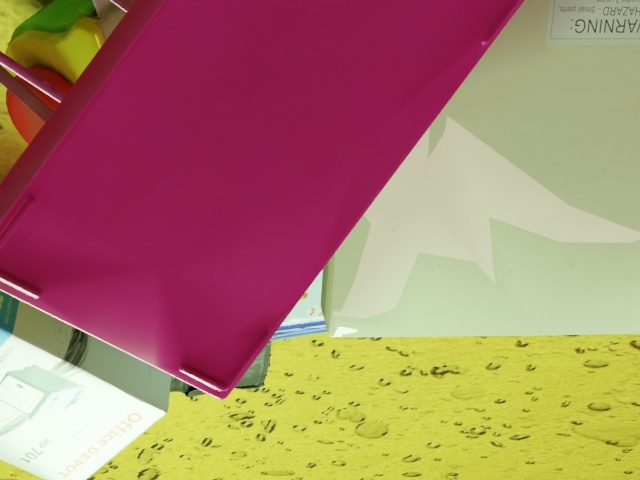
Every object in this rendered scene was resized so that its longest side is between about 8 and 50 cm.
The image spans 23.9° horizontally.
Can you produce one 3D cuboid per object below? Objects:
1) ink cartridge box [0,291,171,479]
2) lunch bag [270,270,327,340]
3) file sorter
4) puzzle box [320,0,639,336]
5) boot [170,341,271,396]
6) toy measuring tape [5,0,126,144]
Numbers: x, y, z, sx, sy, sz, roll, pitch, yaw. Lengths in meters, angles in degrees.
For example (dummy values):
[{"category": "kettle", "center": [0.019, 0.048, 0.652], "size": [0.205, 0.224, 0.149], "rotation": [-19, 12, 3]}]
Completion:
[{"category": "ink cartridge box", "center": [-0.233, 0.103, 1.202], "size": [0.190, 0.082, 0.139], "rotation": [31, 125, -27]}, {"category": "lunch bag", "center": [0.000, 0.000, 1.205], "size": [0.303, 0.115, 0.243], "rotation": [-6, 152, 2]}, {"category": "file sorter", "center": [-0.073, -0.105, 0.822], "size": [0.291, 0.182, 0.202], "rotation": [-53, 138, 2]}, {"category": "puzzle box", "center": [0.209, -0.062, 1.054], "size": [0.408, 0.052, 0.272], "rotation": [0, 115, -9]}, {"category": "boot", "center": [-0.151, 0.078, 1.352], "size": [0.229, 0.091, 0.263], "rotation": [-10, 151, -6]}, {"category": "toy measuring tape", "center": [-0.157, -0.151, 0.950], "size": [0.121, 0.121, 0.330], "rotation": [-7, 133, 3]}]
